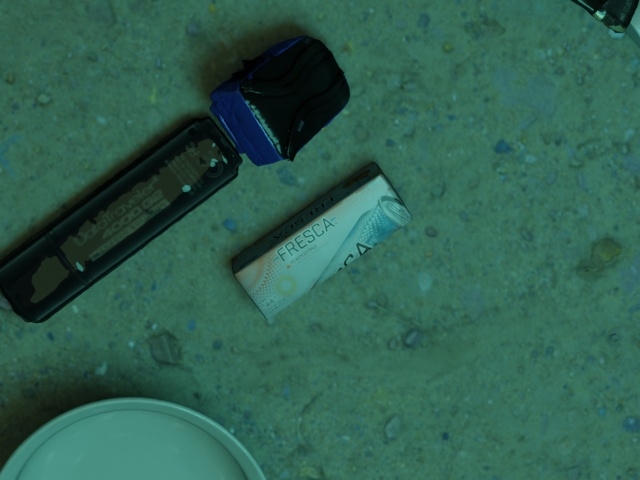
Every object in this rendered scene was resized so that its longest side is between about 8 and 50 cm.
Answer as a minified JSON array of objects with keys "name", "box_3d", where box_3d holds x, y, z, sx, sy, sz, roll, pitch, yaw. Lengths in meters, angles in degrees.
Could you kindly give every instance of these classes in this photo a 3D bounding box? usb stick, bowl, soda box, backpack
[{"name":"usb stick","box_3d":[-0.205,-0.019,1.920,0.278,0.045,0.077,-36,99,5]},{"name":"bowl","box_3d":[-0.194,0.279,1.958,0.298,0.134,0.298,-2,106,-6]},{"name":"soda box","box_3d":[0.000,0.000,1.940,0.183,0.058,0.063,-35,106,5]},{"name":"backpack","box_3d":[-0.041,-0.144,1.875,0.120,0.101,0.098,-42,113,-27]}]

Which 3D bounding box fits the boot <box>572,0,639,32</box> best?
[{"name":"boot","box_3d":[0.353,-0.318,1.798,0.377,0.138,0.284,40,103,14]}]

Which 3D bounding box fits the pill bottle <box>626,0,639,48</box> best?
[{"name":"pill bottle","box_3d":[0.362,-0.248,1.898,0.137,0.078,0.078,-35,106,4]}]
